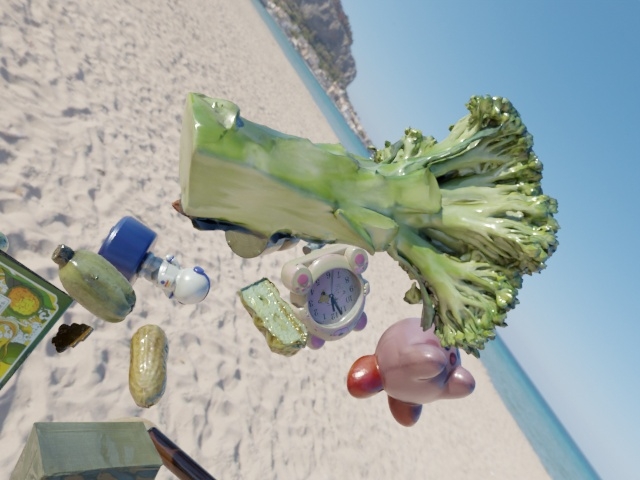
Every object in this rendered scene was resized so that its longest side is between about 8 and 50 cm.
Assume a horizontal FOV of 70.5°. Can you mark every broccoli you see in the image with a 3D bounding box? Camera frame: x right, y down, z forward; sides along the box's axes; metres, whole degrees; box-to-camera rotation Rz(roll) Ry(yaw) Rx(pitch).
[{"bbox_3d":[0.045,-0.058,0.444,0.361,0.221,0.252,29,60,-23],"label":"broccoli"}]

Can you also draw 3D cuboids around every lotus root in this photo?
[{"bbox_3d":[-0.428,0.079,0.853,0.183,0.077,0.090,51,21,-25],"label":"lotus root"}]

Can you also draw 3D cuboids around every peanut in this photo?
[{"bbox_3d":[-0.429,0.312,1.139,0.226,0.095,0.108,-110,-164,-45],"label":"peanut"}]

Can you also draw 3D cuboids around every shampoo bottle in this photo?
[{"bbox_3d":[0.001,0.000,1.983,0.208,0.057,0.063,-37,104,-45],"label":"shampoo bottle"}]

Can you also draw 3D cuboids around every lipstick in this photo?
[{"bbox_3d":[-0.308,0.602,1.141,0.357,0.057,0.057,37,10,6],"label":"lipstick"}]

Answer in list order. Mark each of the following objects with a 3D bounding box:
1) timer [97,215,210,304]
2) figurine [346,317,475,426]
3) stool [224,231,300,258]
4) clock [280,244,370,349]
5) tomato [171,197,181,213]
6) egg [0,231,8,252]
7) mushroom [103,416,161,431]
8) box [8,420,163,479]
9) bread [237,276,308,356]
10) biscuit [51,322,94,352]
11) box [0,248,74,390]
[{"bbox_3d":[-0.578,0.111,1.610,0.384,0.270,0.270,28,19,-13],"label":"timer"},{"bbox_3d":[0.235,0.313,1.177,0.270,0.261,0.211,36,34,-26],"label":"figurine"},{"bbox_3d":[-0.197,-0.038,1.630,0.179,0.179,0.264,57,22,9],"label":"stool"},{"bbox_3d":[0.029,0.179,1.453,0.114,0.284,0.309,22,-54,58],"label":"clock"},{"bbox_3d":[-0.329,-0.105,1.255,0.155,0.156,0.069,-74,141,-76],"label":"tomato"},{"bbox_3d":[-1.145,0.008,1.587,0.085,0.085,0.110,60,-19,25],"label":"egg"},{"bbox_3d":[-0.626,0.709,1.397,0.297,0.298,0.289,-6,86,-77],"label":"mushroom"},{"bbox_3d":[-0.481,0.477,0.929,0.231,0.148,0.155,21,6,-44],"label":"box"},{"bbox_3d":[-0.129,0.203,1.180,0.232,0.088,0.128,49,28,18],"label":"bread"},{"bbox_3d":[-0.803,0.310,1.471,0.019,0.130,0.119,84,-13,-44],"label":"biscuit"},{"bbox_3d":[-1.009,0.226,1.295,0.138,0.420,0.373,1,-38,48],"label":"box"}]
